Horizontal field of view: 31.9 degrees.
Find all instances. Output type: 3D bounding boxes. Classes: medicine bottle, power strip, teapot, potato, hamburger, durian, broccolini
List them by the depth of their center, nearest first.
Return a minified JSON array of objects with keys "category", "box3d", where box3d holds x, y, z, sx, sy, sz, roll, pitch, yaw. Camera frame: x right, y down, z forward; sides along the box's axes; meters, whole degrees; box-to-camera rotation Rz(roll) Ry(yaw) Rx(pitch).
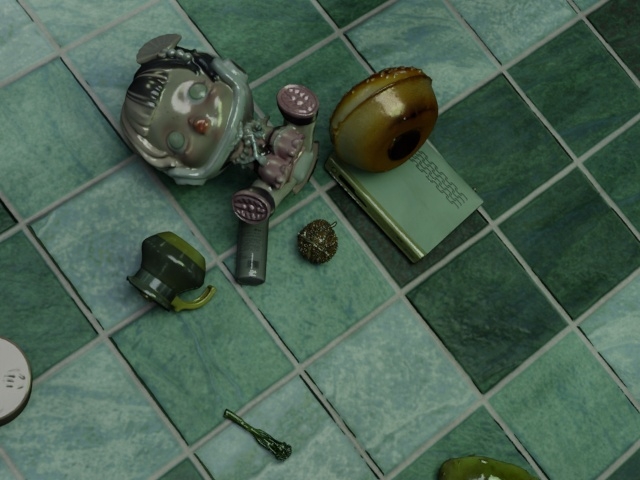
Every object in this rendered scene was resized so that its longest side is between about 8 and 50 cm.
[{"category":"power strip","box3d":[-0.555,0.236,1.849,0.154,0.078,0.154,5,70,-14]},{"category":"broccolini","box3d":[-0.109,0.336,1.951,0.140,0.035,0.030,35,63,1]},{"category":"teapot","box3d":[-0.260,0.065,1.973,0.165,0.130,0.119,43,79,-31]},{"category":"potato","box3d":[0.317,0.451,1.988,0.225,0.090,0.117,25,73,3]},{"category":"hamburger","box3d":[0.115,-0.227,2.056,0.237,0.237,0.147,-30,66,-22]},{"category":"medicine bottle","box3d":[-0.124,-0.018,2.061,0.057,0.057,0.199,6,69,-12]},{"category":"durian","box3d":[0.000,0.000,2.074,0.091,0.080,0.080,-42,85,-2]}]

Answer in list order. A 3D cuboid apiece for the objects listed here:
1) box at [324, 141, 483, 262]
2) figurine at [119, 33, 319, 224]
[{"category":"box","box3d":[0.164,-0.113,2.175,0.270,0.045,0.211,46,66,5]},{"category":"figurine","box3d":[-0.188,-0.193,2.013,0.361,0.211,0.253,25,81,4]}]
